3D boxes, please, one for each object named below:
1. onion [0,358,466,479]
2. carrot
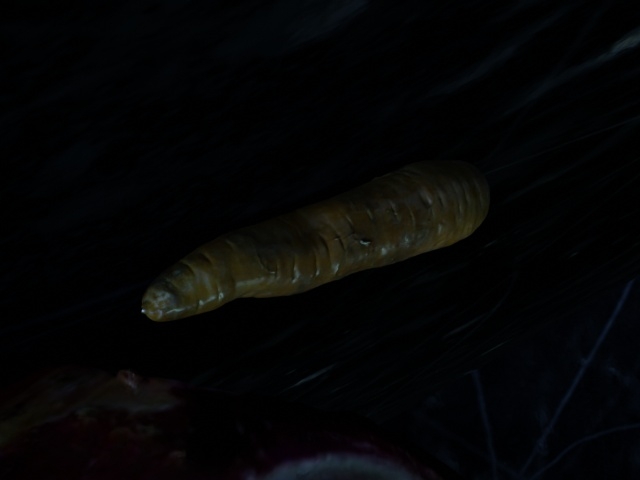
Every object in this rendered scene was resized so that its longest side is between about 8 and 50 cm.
[{"bbox_3d":[-0.089,0.181,0.738,0.260,0.282,0.336,8,-177,39],"label":"onion"},{"bbox_3d":[0.000,0.001,0.697,0.165,0.036,0.035,-19,168,-34],"label":"carrot"}]
